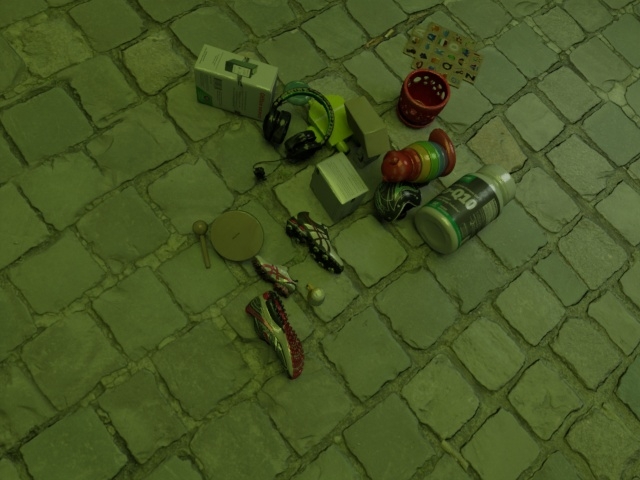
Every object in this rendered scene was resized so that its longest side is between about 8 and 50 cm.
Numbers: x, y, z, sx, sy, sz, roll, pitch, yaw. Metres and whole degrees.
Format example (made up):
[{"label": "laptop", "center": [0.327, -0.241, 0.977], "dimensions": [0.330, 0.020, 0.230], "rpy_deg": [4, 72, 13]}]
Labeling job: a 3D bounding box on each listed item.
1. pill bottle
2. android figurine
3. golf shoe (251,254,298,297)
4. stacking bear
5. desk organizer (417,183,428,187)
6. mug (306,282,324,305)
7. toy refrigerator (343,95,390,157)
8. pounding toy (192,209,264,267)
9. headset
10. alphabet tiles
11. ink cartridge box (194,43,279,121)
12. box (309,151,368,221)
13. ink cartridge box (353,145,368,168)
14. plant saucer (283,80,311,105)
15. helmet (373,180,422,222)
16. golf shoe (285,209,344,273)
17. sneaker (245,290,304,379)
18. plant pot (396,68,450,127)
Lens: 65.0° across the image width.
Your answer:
[{"label": "pill bottle", "center": [0.548, -0.126, 1.888], "dimensions": [0.361, 0.204, 0.204], "rpy_deg": [-36, 80, -19]}, {"label": "android figurine", "center": [0.057, -0.469, 2.005], "dimensions": [0.248, 0.056, 0.273], "rpy_deg": [-35, 81, -18]}, {"label": "golf shoe", "center": [-0.160, 0.113, 1.755], "dimensions": [0.186, 0.067, 0.086], "rpy_deg": [46, 62, -11]}, {"label": "stacking bear", "center": [0.337, -0.282, 1.813], "dimensions": [0.289, 0.175, 0.164], "rpy_deg": [-17, 62, -35]}, {"label": "desk organizer", "center": [0.389, -0.280, 1.996], "dimensions": [0.047, 0.050, 0.130], "rpy_deg": [-21, 76, -16]}, {"label": "mug", "center": [-0.019, 0.190, 1.758], "dimensions": [0.078, 0.064, 0.062], "rpy_deg": [19, 70, -2]}, {"label": "toy refrigerator", "center": [0.172, -0.425, 1.853], "dimensions": [0.094, 0.102, 0.269], "rpy_deg": [-19, 41, -2]}, {"label": "pounding toy", "center": [-0.309, -0.024, 1.764], "dimensions": [0.237, 0.110, 0.182], "rpy_deg": [-14, 108, 6]}, {"label": "headset", "center": [-0.116, -0.392, 1.870], "dimensions": [0.243, 0.185, 0.394], "rpy_deg": [38, 91, -3]}, {"label": "alphabet tiles", "center": [0.551, -0.827, 2.237], "dimensions": [0.343, 0.011, 0.285], "rpy_deg": [24, 69, -1]}, {"label": "ink cartridge box", "center": [-0.316, -0.587, 1.904], "dimensions": [0.289, 0.211, 0.121], "rpy_deg": [17, 68, -4]}, {"label": "box", "center": [0.063, -0.194, 1.842], "dimensions": [0.119, 0.181, 0.182], "rpy_deg": [-29, 78, -17]}, {"label": "ink cartridge box", "center": [0.195, -0.347, 1.943], "dimensions": [0.099, 0.135, 0.056], "rpy_deg": [-34, 83, -18]}, {"label": "plant saucer", "center": [-0.091, -0.606, 2.047], "dimensions": [0.119, 0.021, 0.119], "rpy_deg": [3, 71, -8]}, {"label": "helmet", "center": [0.277, -0.153, 1.876], "dimensions": [0.162, 0.169, 0.169], "rpy_deg": [-5, 71, -28]}, {"label": "golf shoe", "center": [0.000, 0.000, 1.810], "dimensions": [0.273, 0.105, 0.120], "rpy_deg": [45, 63, 7]}, {"label": "sneaker", "center": [-0.146, 0.321, 1.677], "dimensions": [0.112, 0.121, 0.299], "rpy_deg": [-28, 77, 13]}, {"label": "plant pot", "center": [0.404, -0.566, 2.033], "dimensions": [0.191, 0.174, 0.191], "rpy_deg": [3, 71, -9]}]
